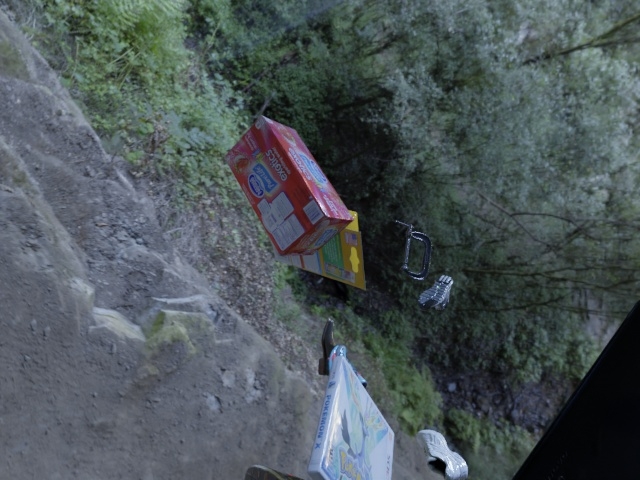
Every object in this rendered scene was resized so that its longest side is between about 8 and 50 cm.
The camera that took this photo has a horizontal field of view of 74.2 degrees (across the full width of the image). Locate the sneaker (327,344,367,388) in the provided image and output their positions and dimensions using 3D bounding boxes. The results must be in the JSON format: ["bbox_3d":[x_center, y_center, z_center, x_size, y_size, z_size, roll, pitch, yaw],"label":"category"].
[{"bbox_3d":[0.092,0.459,1.379,0.262,0.125,0.104,-88,164,-45],"label":"sneaker"}]

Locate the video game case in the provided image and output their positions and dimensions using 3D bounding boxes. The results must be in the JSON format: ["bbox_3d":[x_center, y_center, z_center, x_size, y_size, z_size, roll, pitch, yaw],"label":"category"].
[{"bbox_3d":[0.090,0.499,1.009,0.329,0.036,0.300,59,27,-24],"label":"video game case"}]

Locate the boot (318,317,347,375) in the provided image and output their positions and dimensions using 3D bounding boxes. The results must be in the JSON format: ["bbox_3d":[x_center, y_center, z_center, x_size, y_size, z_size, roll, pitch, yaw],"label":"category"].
[{"bbox_3d":[0.059,0.409,1.613,0.082,0.106,0.220,18,78,-72],"label":"boot"}]

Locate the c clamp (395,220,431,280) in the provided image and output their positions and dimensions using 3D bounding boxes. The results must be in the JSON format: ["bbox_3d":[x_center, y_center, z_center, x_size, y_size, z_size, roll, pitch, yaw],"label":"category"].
[{"bbox_3d":[0.263,0.033,1.219,0.137,0.022,0.161,9,80,-26],"label":"c clamp"}]

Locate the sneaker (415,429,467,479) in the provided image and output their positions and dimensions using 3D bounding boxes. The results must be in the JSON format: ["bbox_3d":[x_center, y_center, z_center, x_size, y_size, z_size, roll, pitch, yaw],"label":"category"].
[{"bbox_3d":[0.413,0.770,1.530,0.115,0.232,0.091,5,100,-30],"label":"sneaker"}]

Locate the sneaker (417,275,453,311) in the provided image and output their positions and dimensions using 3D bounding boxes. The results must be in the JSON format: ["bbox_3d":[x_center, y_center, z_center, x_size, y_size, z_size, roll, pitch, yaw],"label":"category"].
[{"bbox_3d":[0.468,0.250,1.705,0.228,0.086,0.132,-33,128,-38],"label":"sneaker"}]

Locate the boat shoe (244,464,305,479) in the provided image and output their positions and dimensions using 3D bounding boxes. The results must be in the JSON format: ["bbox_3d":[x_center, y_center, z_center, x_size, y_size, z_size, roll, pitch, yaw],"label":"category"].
[{"bbox_3d":[-0.052,0.668,1.049,0.130,0.355,0.133,28,76,-47],"label":"boat shoe"}]

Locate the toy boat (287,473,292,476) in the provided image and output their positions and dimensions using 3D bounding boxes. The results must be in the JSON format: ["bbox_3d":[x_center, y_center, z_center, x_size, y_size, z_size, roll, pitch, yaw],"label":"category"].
[{"bbox_3d":[-0.165,0.969,1.439,0.318,0.267,0.148,-62,176,-51],"label":"toy boat"}]

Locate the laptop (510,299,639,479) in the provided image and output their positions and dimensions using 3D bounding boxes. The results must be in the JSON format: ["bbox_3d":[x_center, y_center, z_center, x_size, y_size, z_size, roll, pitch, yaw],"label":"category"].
[{"bbox_3d":[0.515,0.369,0.779,0.382,0.236,0.408,-49,156,-7],"label":"laptop"}]

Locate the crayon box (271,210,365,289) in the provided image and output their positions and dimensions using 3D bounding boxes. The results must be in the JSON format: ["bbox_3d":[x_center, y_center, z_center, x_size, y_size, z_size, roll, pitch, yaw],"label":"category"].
[{"bbox_3d":[0.000,0.000,1.216,0.083,0.322,0.203,-44,139,-39],"label":"crayon box"}]

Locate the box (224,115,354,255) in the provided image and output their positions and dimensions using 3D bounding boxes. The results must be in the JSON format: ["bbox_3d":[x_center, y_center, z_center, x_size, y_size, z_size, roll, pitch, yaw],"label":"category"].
[{"bbox_3d":[-0.066,-0.106,0.856,0.257,0.128,0.122,58,24,18],"label":"box"}]
